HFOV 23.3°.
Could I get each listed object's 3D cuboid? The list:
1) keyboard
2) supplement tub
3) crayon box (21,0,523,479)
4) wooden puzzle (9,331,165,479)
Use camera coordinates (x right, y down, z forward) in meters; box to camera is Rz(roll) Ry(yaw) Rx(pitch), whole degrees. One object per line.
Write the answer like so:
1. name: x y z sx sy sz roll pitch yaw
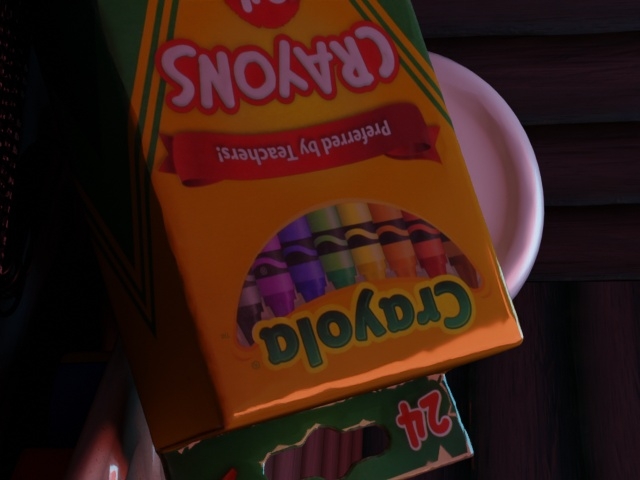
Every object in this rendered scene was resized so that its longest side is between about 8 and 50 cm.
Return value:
1. keyboard: -0.150 -0.039 0.754 0.100 0.038 0.192 79 12 -63
2. supplement tub: 0.000 0.000 1.074 0.316 0.194 0.193 152 -59 -64
3. crayon box: -0.018 -0.018 0.831 0.081 0.202 0.318 -28 -102 54
4. wooden puzzle: -0.118 0.207 0.892 0.348 0.080 0.322 -71 159 -62
